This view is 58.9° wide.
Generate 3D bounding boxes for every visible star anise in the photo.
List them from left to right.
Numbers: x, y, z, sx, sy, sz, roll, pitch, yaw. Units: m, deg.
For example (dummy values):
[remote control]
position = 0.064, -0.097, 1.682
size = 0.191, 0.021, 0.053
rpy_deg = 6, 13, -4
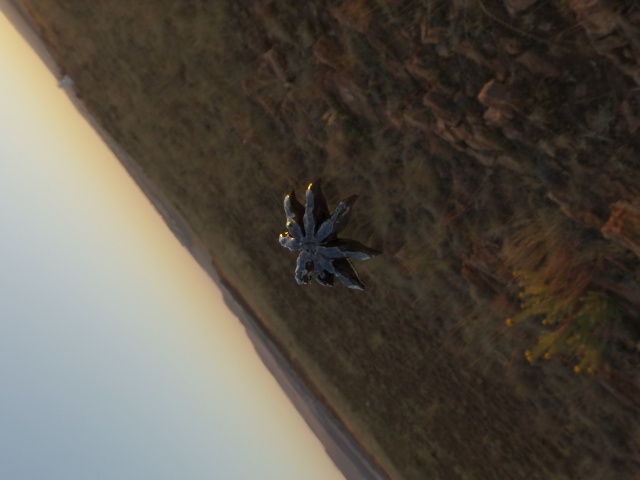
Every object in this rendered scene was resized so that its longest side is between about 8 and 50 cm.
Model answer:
[star anise]
position = -0.001, -0.001, 0.621
size = 0.141, 0.042, 0.141
rpy_deg = 15, 115, 36
